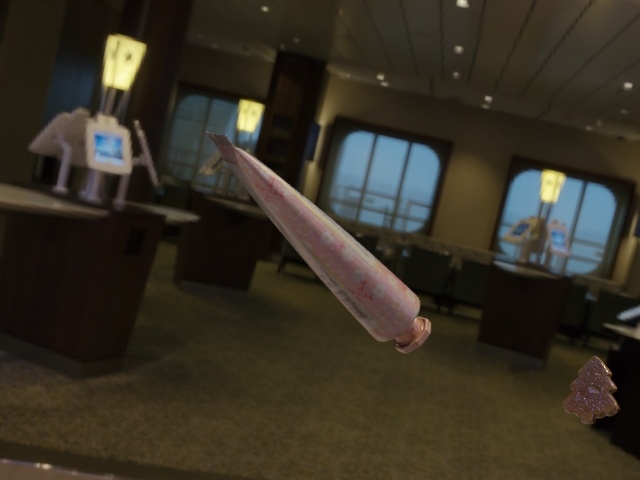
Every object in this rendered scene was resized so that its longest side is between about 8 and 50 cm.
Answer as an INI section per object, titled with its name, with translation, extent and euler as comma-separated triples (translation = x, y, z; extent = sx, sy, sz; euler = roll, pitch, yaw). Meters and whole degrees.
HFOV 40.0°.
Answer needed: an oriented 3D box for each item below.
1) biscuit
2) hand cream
[biscuit]
translation = 0.364, 0.200, 1.178
extent = 0.016, 0.092, 0.082
euler = 30, -28, -34
[hand cream]
translation = 0.000, 0.000, 0.608
extent = 0.209, 0.043, 0.067
euler = 46, -5, -19
